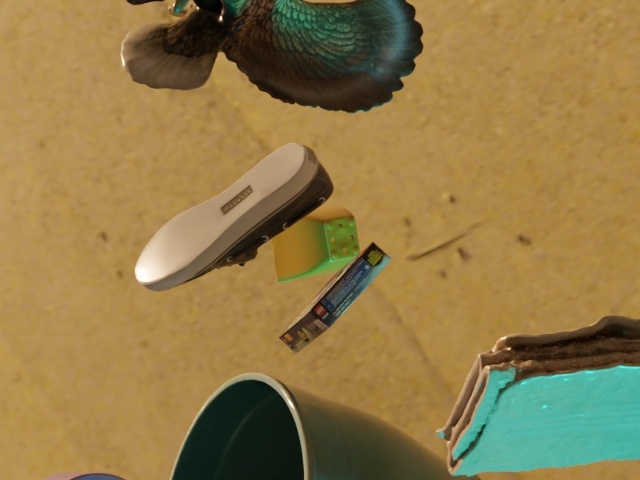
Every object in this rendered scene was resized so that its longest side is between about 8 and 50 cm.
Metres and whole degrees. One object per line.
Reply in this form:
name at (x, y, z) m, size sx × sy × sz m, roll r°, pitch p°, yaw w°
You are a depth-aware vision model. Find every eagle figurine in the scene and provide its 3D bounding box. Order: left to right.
eagle figurine at (-0.052, -0.244, 1.658) m, size 0.225 × 0.298 × 0.226 m, roll -8°, pitch 76°, yaw 26°

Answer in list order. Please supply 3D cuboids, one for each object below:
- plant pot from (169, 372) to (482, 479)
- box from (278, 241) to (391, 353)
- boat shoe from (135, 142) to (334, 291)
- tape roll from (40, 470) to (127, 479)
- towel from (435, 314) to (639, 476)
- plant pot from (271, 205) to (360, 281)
plant pot at (0.022, 0.282, 1.546) m, size 0.271 × 0.255 × 0.272 m, roll -33°, pitch 49°, yaw 50°
box at (0.012, 0.057, 1.566) m, size 0.027 × 0.094 × 0.137 m, roll 44°, pitch 159°, yaw -1°
boat shoe at (-0.085, -0.011, 1.674) m, size 0.076 × 0.228 × 0.080 m, roll 45°, pitch -169°, yaw -40°
tape roll at (-0.300, 0.387, 2.052) m, size 0.080 × 0.189 × 0.189 m, roll -8°, pitch 102°, yaw 55°
towel at (0.238, 0.118, 1.238) m, size 0.187 × 0.282 × 0.049 m, roll 107°, pitch 158°, yaw -58°
plant pot at (0.000, 0.000, 1.874) m, size 0.083 × 0.081 × 0.082 m, roll -9°, pitch 91°, yaw 50°
